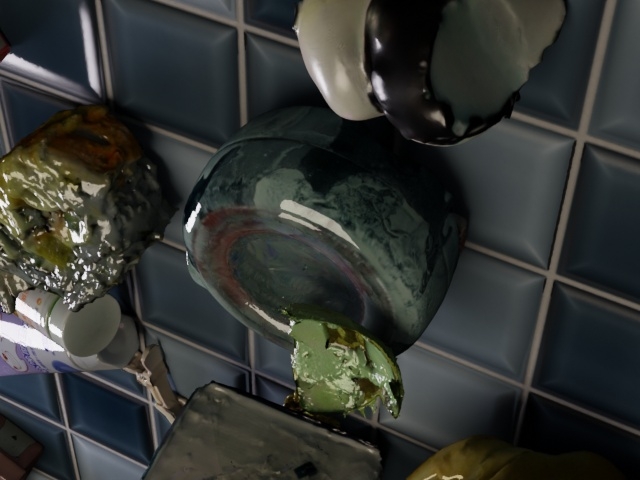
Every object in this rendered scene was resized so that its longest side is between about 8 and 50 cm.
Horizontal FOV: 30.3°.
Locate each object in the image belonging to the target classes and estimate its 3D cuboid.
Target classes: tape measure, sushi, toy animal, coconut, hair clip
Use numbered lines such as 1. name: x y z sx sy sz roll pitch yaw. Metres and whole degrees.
1. tape measure: 0.000 0.000 1.125 0.256 0.147 0.275 30 144 0
2. sushi: -0.282 -0.028 1.312 0.184 0.139 0.274 47 139 -10
3. toy animal: 0.075 -0.157 0.932 0.179 0.166 0.138 17 123 41
4. coconut: 0.021 0.110 1.069 0.133 0.055 0.158 24 146 6
5. hair clip: -0.196 0.224 1.569 0.072 0.034 0.226 0 129 41

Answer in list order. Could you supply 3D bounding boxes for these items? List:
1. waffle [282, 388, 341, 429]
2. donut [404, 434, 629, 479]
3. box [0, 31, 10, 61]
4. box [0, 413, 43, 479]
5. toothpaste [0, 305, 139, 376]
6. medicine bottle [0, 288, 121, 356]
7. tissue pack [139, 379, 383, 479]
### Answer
1. waffle: -0.009 0.219 1.440 0.085 0.016 0.078 35 144 4
2. donut: 0.191 0.367 1.236 0.360 0.170 0.360 -2 121 -4
3. box: -0.573 -0.217 1.215 0.312 0.300 0.314 -9 121 38
4. box: -0.569 0.341 1.913 0.215 0.086 0.215 37 140 1
5. toothpaste: -0.383 0.135 1.603 0.371 0.080 0.125 -4 116 45
6. medicine bottle: -0.332 0.068 1.447 0.183 0.086 0.086 26 141 39
7. tissue pack: -0.093 0.400 1.475 0.264 0.253 0.416 22 139 7
